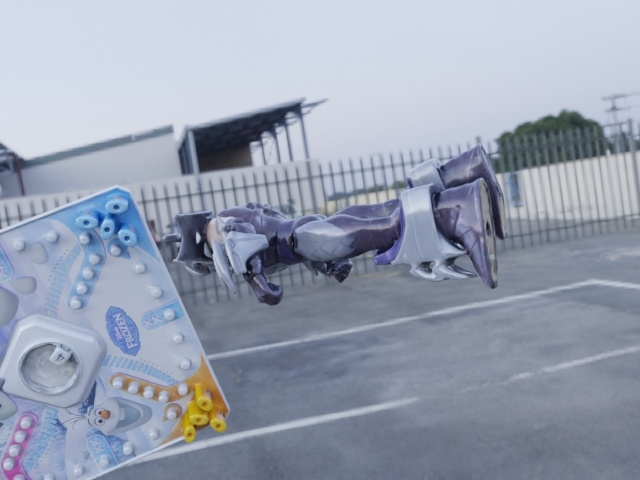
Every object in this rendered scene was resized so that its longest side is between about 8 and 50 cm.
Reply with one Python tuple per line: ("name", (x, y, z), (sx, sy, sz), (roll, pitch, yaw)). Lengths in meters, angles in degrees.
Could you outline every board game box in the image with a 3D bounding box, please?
("board game box", (-0.367, 0.173, 0.950), (0.389, 0.390, 0.050), (-22, 21, -7))

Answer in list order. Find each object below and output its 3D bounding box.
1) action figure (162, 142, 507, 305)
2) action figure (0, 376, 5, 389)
("action figure", (0.000, 0.000, 0.570), (0.284, 0.099, 0.185), (-9, 8, 25))
("action figure", (-0.195, 0.080, 0.149), (0.275, 0.164, 0.140), (2, 7, -43))
